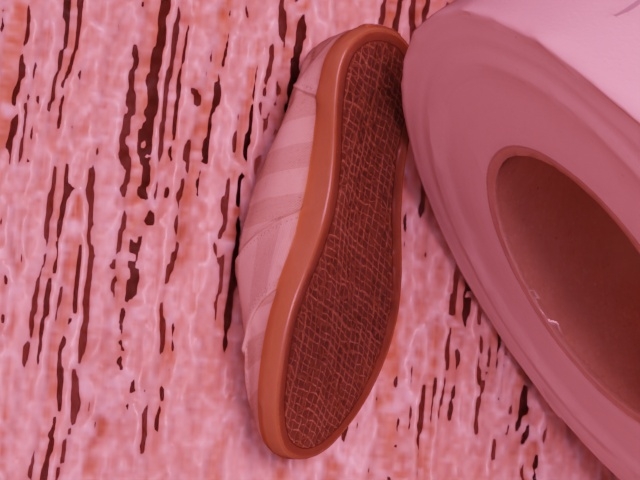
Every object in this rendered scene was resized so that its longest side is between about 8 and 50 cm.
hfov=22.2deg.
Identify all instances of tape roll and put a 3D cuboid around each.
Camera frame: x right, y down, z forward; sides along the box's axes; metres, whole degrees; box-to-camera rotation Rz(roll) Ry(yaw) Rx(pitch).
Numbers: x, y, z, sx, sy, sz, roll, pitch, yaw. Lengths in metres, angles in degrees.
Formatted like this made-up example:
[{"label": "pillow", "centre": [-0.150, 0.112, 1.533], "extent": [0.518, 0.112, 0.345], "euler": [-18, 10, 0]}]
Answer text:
[{"label": "tape roll", "centre": [0.156, -0.002, 0.722], "extent": [0.100, 0.286, 0.286], "euler": [-31, 90, -14]}]

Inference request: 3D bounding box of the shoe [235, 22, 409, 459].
[{"label": "shoe", "centre": [0.000, 0.000, 0.820], "extent": [0.076, 0.058, 0.219], "euler": [14, 86, -41]}]
